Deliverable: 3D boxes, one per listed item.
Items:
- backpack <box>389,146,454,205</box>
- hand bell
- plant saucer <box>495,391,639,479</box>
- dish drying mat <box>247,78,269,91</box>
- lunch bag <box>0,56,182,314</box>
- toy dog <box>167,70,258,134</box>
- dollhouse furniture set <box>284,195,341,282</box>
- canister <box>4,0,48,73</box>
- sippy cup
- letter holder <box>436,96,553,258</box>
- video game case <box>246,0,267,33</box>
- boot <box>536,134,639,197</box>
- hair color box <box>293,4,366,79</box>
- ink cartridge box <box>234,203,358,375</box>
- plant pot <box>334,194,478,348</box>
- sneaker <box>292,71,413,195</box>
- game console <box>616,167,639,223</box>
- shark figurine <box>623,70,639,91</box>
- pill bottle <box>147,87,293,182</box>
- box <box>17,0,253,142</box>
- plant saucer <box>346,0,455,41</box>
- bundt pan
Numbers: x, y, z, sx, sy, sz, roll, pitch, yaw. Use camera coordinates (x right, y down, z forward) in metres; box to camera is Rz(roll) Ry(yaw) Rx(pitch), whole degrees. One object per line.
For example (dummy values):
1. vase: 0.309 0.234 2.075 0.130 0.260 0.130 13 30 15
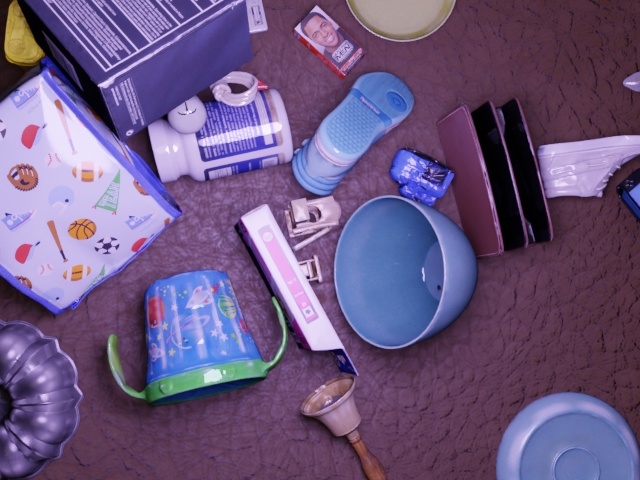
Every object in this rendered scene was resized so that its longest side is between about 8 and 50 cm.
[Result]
1. backpack: 0.198 -0.131 1.935 0.120 0.098 0.101 29 87 -5
2. hand bell: 0.074 0.404 1.897 0.126 0.126 0.242 -33 102 -7
3. plant saucer: 0.523 0.475 1.963 0.318 0.044 0.317 1 86 -7
4. dish drying mat: -0.143 -0.292 1.951 0.032 0.008 0.083 38 83 -4
5. lunch bag: -0.496 -0.088 1.761 0.328 0.239 0.385 -40 113 2
6. toy dog: -0.287 -0.364 1.806 0.220 0.161 0.334 -34 55 -23
7. dollhouse furniture set: 0.000 0.000 1.861 0.101 0.182 0.161 -12 87 -7
8. canister: -0.552 -0.382 1.828 0.073 0.170 0.126 5 86 -6
9. sippy cup: -0.237 0.180 1.815 0.305 0.240 0.224 -4 75 -35
10. letter holder: 0.361 -0.128 1.895 0.152 0.214 0.301 -14 88 -7
11. video game case: -0.195 -0.497 1.953 0.143 0.019 0.157 -12 89 -7
12. boot: 0.588 -0.153 1.994 0.258 0.095 0.123 -7 93 1
13. hair color box: 0.019 -0.408 1.959 0.141 0.043 0.072 42 84 -2
14. ink cartridge box: -0.051 0.110 1.851 0.069 0.176 0.371 -31 90 -11
15. plant pot: 0.195 0.060 1.859 0.195 0.290 0.290 1 85 -43
16. sneaker: 0.051 -0.210 1.919 0.127 0.208 0.319 46 46 2
17. game console: 0.688 -0.081 2.001 0.107 0.071 0.122 -39 92 -7
18. shark figurine: 0.786 -0.415 2.015 0.166 0.116 0.278 30 86 -5
19. pill bottle: -0.197 -0.201 1.866 0.265 0.153 0.153 -13 88 -8
20. box: -0.321 -0.382 1.654 0.294 0.182 0.296 -36 68 -15
21. plant saucer: 0.165 -0.531 1.987 0.241 0.037 0.241 0 87 -6
22. bundt pan: -0.626 0.310 1.801 0.331 0.124 0.330 0 86 -6
